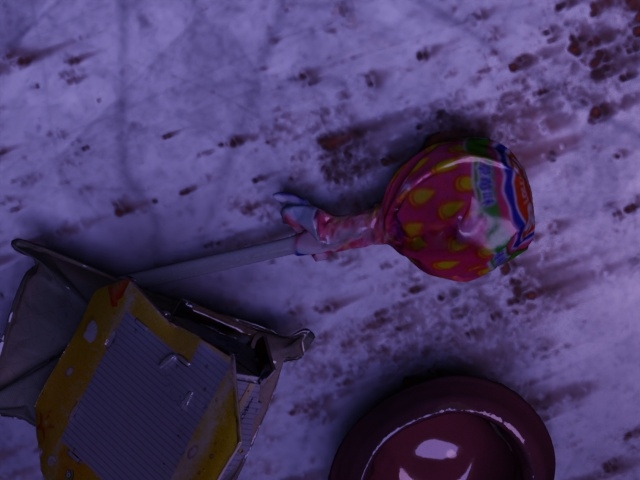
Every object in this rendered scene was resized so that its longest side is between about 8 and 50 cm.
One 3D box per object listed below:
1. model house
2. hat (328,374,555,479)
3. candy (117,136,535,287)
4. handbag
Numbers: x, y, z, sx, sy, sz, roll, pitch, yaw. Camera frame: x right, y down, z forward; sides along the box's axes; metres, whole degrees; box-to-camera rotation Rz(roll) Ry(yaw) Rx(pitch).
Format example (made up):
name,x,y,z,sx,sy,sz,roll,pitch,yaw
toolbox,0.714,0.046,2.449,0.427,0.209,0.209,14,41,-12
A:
name,x,y,z,sx,sy,sz,roll,pitch,yaw
model house,-0.113,0.163,1.492,0.136,0.207,0.219,13,106,-51
hat,0.104,0.206,1.646,0.205,0.089,0.205,-2,108,-7
candy,0.000,0.000,1.581,0.365,0.124,0.124,-13,108,14
handbag,-0.160,0.119,1.594,0.270,0.117,0.182,20,93,-11
